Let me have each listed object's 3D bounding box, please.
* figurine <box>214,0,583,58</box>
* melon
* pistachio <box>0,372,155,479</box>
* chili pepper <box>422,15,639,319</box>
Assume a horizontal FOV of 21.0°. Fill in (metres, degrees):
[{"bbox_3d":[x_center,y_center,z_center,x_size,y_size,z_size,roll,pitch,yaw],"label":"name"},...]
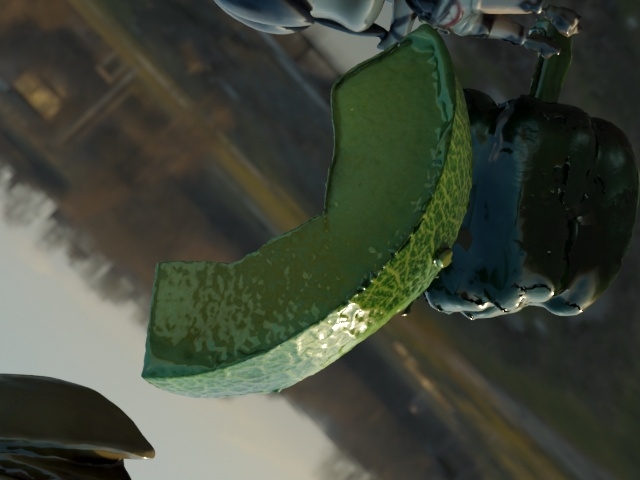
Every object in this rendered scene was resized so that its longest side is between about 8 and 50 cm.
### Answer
[{"bbox_3d":[0.044,-0.217,1.244,0.265,0.175,0.197,3,-134,-20],"label":"figurine"},{"bbox_3d":[0.000,0.000,0.838,0.118,0.209,0.064,58,-175,37],"label":"melon"},{"bbox_3d":[-0.226,0.158,1.182,0.238,0.137,0.153,1,168,15],"label":"pistachio"},{"bbox_3d":[0.158,-0.065,1.391,0.165,0.261,0.174,13,172,-42],"label":"chili pepper"}]
